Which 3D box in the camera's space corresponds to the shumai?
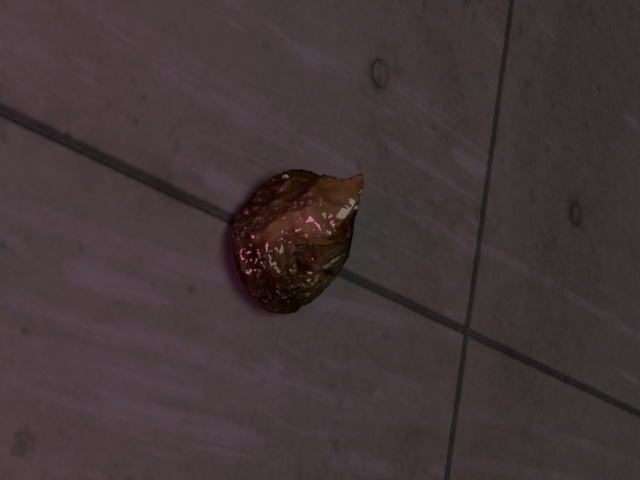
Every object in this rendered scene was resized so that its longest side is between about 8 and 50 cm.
[{"bbox_3d":[-0.012,0.003,0.877,0.139,0.105,0.123,-26,112,-20],"label":"shumai"}]
